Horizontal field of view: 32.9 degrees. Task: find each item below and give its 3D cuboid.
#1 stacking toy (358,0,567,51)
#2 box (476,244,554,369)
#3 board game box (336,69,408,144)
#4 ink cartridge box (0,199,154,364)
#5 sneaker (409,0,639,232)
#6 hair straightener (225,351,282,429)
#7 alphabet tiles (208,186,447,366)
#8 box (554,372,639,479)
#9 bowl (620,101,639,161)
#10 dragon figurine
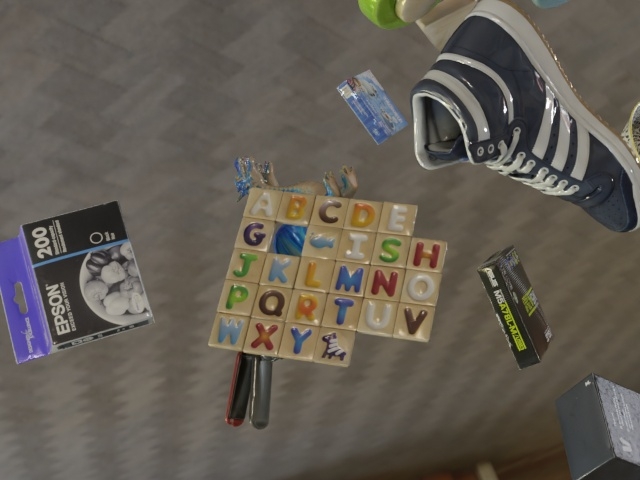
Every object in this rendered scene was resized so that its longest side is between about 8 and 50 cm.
[{"bbox_3d":[0.210,-0.306,1.244,0.279,0.130,0.309,-45,157,19],"label":"stacking toy"},{"bbox_3d":[0.335,0.110,1.850,0.045,0.184,0.190,-26,178,20],"label":"box"},{"bbox_3d":[0.068,-0.173,1.394,0.020,0.090,0.090,-35,-178,27],"label":"board game box"},{"bbox_3d":[-0.374,0.058,1.612,0.208,0.206,0.045,-17,157,-9],"label":"ink cartridge box"},{"bbox_3d":[0.199,-0.081,1.055,0.153,0.282,0.099,-47,-163,-22],"label":"sneaker"},{"bbox_3d":[-0.061,0.135,1.424,0.089,0.230,0.047,3,164,33],"label":"hair straightener"},{"bbox_3d":[0.012,0.040,1.186,0.237,0.198,0.009,7,155,15],"label":"alphabet tiles"},{"bbox_3d":[0.462,0.312,1.683,0.158,0.156,0.093,24,130,-25],"label":"box"},{"bbox_3d":[0.452,-0.099,1.449,0.170,0.170,0.080,-5,157,-34],"label":"bowl"},{"bbox_3d":[0.000,0.000,1.386,0.144,0.289,0.085,-30,180,35],"label":"dragon figurine"}]
